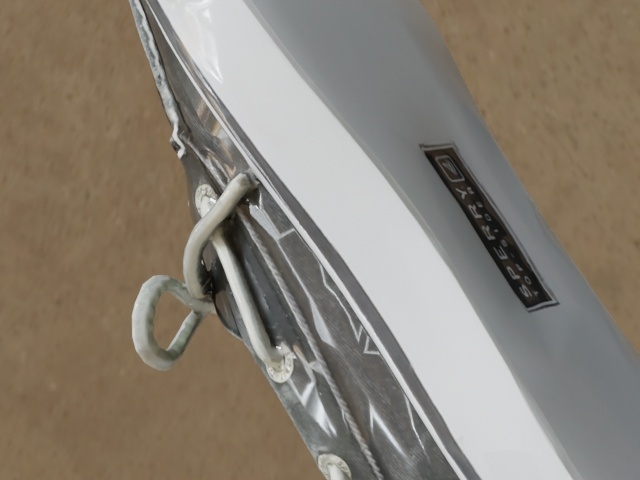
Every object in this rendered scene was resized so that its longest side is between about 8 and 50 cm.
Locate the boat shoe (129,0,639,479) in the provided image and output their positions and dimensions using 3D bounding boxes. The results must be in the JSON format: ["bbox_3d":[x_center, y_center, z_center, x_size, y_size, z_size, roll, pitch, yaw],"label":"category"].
[{"bbox_3d":[0.003,0.000,0.569,0.105,0.113,0.306,-42,74,28],"label":"boat shoe"}]
